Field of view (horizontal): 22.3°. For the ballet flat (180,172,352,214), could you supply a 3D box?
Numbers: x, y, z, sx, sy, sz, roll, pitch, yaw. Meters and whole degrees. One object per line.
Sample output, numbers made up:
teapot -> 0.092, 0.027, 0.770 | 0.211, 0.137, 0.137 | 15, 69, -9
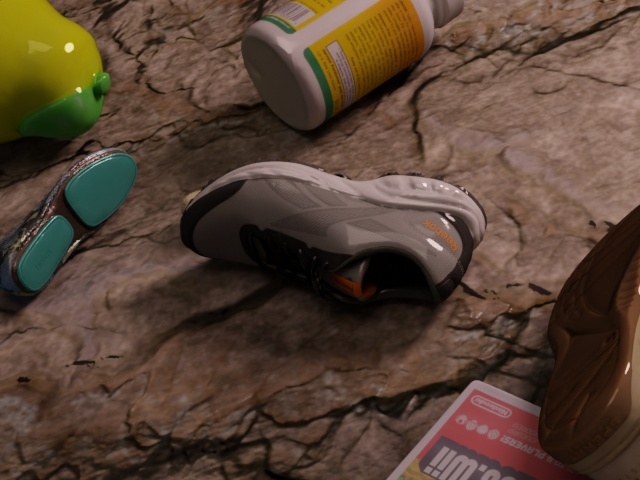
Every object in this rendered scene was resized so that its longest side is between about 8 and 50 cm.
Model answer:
ballet flat -> -0.046, -0.041, 1.479 | 0.173, 0.049, 0.057 | -3, 41, 16

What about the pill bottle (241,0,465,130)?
pill bottle -> 0.036, -0.207, 1.586 | 0.208, 0.118, 0.117 | -35, 44, -20

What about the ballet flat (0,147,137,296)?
ballet flat -> -0.247, -0.022, 1.520 | 0.070, 0.070, 0.188 | 13, 46, 31

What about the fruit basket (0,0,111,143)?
fruit basket -> -0.399, -0.198, 1.675 | 0.392, 0.283, 0.392 | 13, 59, -22

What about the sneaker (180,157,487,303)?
sneaker -> 0.000, 0.000, 1.384 | 0.271, 0.100, 0.108 | 3, 49, 21

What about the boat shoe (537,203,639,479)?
boat shoe -> 0.243, 0.080, 1.207 | 0.121, 0.110, 0.341 | -46, 9, 34

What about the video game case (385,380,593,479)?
video game case -> 0.109, 0.232, 1.140 | 0.204, 0.025, 0.285 | 22, 54, 36
